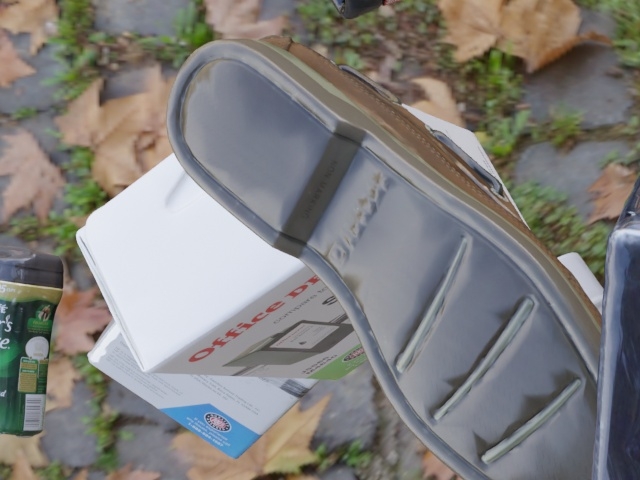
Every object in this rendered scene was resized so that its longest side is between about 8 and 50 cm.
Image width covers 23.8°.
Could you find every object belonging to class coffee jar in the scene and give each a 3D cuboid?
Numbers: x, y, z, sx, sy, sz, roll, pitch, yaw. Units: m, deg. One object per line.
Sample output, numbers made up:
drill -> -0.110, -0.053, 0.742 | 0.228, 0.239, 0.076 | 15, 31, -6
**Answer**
coffee jar -> -0.311, 0.098, 1.499 | 0.096, 0.079, 0.184 | 5, 86, 29

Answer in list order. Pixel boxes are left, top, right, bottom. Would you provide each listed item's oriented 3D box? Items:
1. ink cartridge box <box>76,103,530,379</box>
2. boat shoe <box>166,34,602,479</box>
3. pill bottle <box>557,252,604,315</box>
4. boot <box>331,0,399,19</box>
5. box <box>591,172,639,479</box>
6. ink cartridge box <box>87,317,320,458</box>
ink cartridge box -> 0.000, 0.000, 1.039 | 0.198, 0.273, 0.115 | -35, 70, 21
boat shoe -> 0.061, 0.005, 0.742 | 0.307, 0.104, 0.111 | 49, 120, 18
pill bottle -> 0.221, 0.160, 1.155 | 0.161, 0.161, 0.283 | -37, 77, 17
boot -> 0.048, -0.300, 1.160 | 0.176, 0.088, 0.244 | -14, 103, -13
box -> 0.191, 0.118, 0.495 | 0.179, 0.312, 0.343 | 7, 109, 18
ink cartridge box -> -0.097, 0.087, 1.758 | 0.223, 0.129, 0.307 | 36, 134, -7
